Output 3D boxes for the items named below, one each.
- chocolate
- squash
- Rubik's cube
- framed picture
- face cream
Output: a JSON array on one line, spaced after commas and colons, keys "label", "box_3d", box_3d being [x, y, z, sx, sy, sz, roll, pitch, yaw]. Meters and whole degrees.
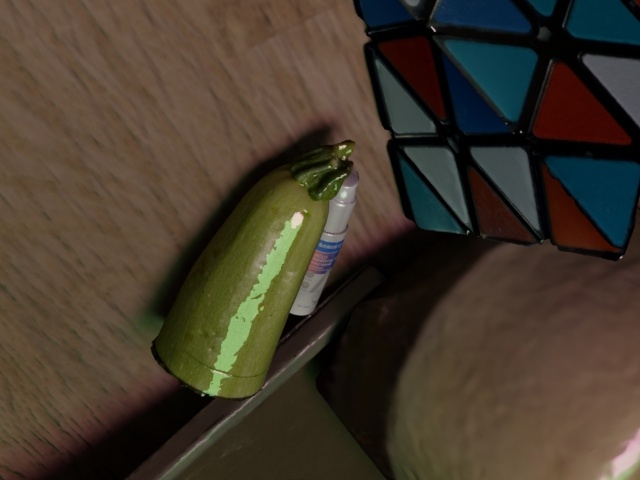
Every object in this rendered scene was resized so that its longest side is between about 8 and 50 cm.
[{"label": "chocolate", "box_3d": [0.214, 0.154, 1.074, 0.326, 0.297, 0.314, -33, 135, 0]}, {"label": "squash", "box_3d": [-0.037, 0.014, 1.016, 0.094, 0.094, 0.224, 16, 118, -32]}, {"label": "Rubik's cube", "box_3d": [0.117, -0.157, 0.925, 0.234, 0.284, 0.250, 40, 84, -20]}, {"label": "framed picture", "box_3d": [-0.052, 0.259, 1.191, 0.446, 0.028, 0.326, -41, 135, -5]}, {"label": "face cream", "box_3d": [0.000, 0.000, 1.052, 0.034, 0.034, 0.130, 4, 129, -24]}]
